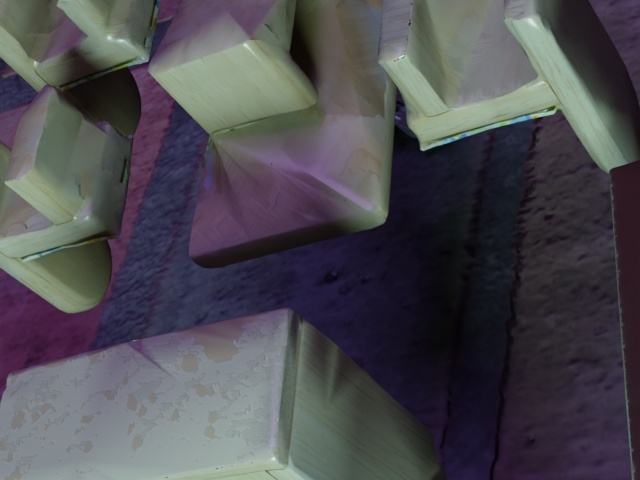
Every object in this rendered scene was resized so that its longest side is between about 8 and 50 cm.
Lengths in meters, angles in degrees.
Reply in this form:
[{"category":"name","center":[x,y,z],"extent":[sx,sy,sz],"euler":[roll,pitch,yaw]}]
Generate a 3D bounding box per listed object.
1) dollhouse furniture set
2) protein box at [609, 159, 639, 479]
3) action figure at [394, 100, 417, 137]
[{"category":"dollhouse furniture set","center":[0.000,0.000,0.708],"extent":[0.362,0.256,0.394],"euler":[-14,51,27]},{"category":"protein box","center":[0.222,0.085,0.528],"extent":[0.136,0.200,0.201],"euler":[-17,44,26]},{"category":"action figure","center":[0.009,-0.108,0.911],"extent":[0.141,0.276,0.164],"euler":[36,38,21]}]
